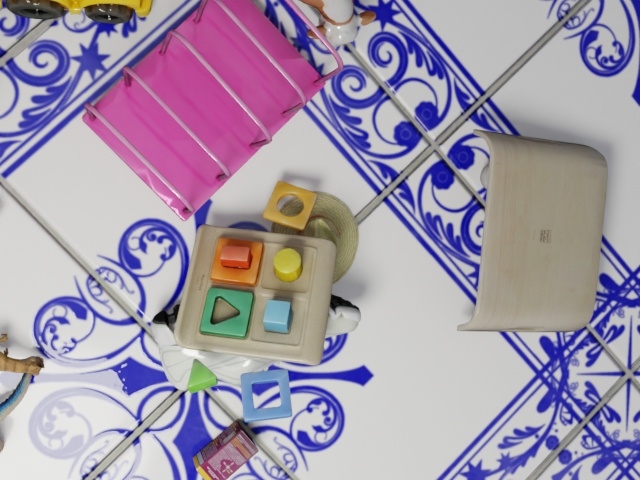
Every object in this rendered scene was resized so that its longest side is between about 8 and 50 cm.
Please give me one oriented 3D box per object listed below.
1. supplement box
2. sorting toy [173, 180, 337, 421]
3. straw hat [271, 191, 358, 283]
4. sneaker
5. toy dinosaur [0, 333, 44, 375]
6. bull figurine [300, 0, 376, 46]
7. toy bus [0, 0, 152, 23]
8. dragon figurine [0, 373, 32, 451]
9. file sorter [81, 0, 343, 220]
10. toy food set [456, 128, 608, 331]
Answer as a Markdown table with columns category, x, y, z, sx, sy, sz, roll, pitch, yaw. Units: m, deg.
| category | x | y | z | sx | sy | sz | roll | pitch | yaw |
| --- | --- | --- | --- | --- | --- | --- | --- | --- | --- |
| supplement box | -0.136 | 0.305 | 1.149 | 0.083 | 0.055 | 0.043 | -40 | 101 | -9 |
| sorting toy | -0.083 | 0.062 | 1.069 | 0.195 | 0.047 | 0.348 | 8 | 64 | 1 |
| straw hat | 0.000 | 0.000 | 1.170 | 0.144 | 0.061 | 0.145 | 0 | 92 | -12 |
| sneaker | -0.086 | 0.138 | 1.139 | 0.292 | 0.110 | 0.118 | -7 | 101 | -5 |
| toy dinosaur | -0.464 | 0.160 | 1.032 | 0.211 | 0.064 | 0.112 | -13 | 60 | -30 |
| bull figurine | -0.039 | -0.391 | 1.081 | 0.101 | 0.310 | 0.188 | -35 | 59 | 10 |
| toy bus | -0.316 | -0.374 | 1.013 | 0.220 | 0.211 | 0.150 | 1 | 89 | -15 |
| dragon figurine | -0.498 | 0.274 | 1.049 | 0.144 | 0.085 | 0.289 | 29 | 86 | -12 |
| file sorter | -0.143 | -0.197 | 1.071 | 0.291 | 0.182 | 0.202 | -46 | 101 | -8 |
| toy food set | 0.317 | -0.008 | 1.240 | 0.219 | 0.092 | 0.306 | 4 | 92 | -25 |
